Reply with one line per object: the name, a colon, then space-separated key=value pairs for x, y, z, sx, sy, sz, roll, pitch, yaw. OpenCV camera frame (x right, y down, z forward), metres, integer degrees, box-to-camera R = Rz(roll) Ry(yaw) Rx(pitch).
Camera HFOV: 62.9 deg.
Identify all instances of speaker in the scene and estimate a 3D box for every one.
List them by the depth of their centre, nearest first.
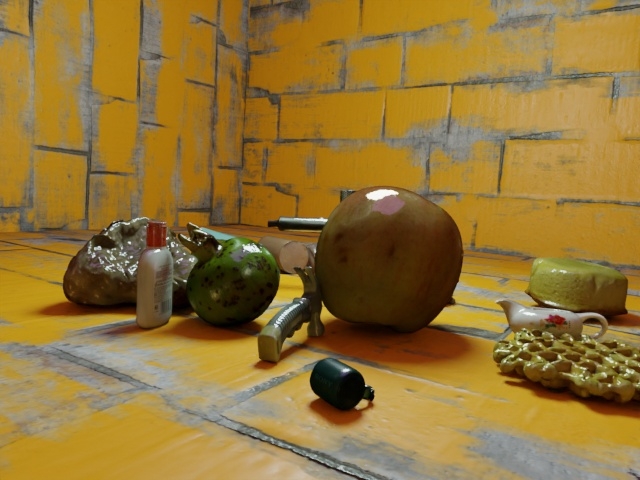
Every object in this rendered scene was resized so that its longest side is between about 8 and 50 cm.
speaker: x=0.039 y=0.206 z=0.763 sx=0.094 sy=0.060 sz=0.075 roll=0 pitch=8 yaw=-35

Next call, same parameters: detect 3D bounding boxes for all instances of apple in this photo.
apple: x=0.149 y=0.055 z=1.169 sx=0.338 sy=0.305 sz=0.338 roll=14 pitch=-22 yaw=6

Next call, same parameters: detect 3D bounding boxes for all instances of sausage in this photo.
sausage: x=-0.158 y=0.049 z=1.984 sx=0.123 sy=0.123 sz=0.252 roll=0 pitch=6 yaw=-31

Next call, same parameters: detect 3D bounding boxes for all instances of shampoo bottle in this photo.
shampoo bottle: x=-0.350 y=0.069 z=1.110 sx=0.051 sy=0.221 sz=0.108 roll=4 pitch=6 yaw=14

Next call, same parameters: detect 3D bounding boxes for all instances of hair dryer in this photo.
hair dryer: x=0.003 y=0.015 z=1.625 sx=0.283 sy=0.321 sz=0.155 roll=-6 pitch=2 yaw=19

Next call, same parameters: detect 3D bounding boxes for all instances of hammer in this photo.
hammer: x=-0.052 y=0.148 z=1.006 sx=0.041 sy=0.159 sz=0.226 roll=-1 pitch=16 yaw=24

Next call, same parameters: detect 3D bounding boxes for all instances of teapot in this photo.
teapot: x=0.487 y=0.181 z=1.114 sx=0.226 sy=0.093 sz=0.145 roll=5 pitch=2 yaw=10

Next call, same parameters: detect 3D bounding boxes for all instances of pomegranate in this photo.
pomegranate: x=-0.206 y=0.071 z=1.145 sx=0.210 sy=0.263 sz=0.211 roll=-29 pitch=22 yaw=13

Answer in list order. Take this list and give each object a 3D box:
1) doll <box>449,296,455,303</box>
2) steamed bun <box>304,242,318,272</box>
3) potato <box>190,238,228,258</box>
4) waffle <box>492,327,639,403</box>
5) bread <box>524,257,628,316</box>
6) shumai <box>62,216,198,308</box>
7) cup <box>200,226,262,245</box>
doll: x=0.362 y=0.154 z=1.536 sx=0.084 sy=0.073 sz=0.127 roll=38 pitch=16 yaw=8
steamed bun: x=-0.013 y=0.055 z=2.003 sx=0.144 sy=0.107 sz=0.175 roll=-12 pitch=17 yaw=-36
potato: x=-0.266 y=0.089 z=1.402 sx=0.271 sy=0.161 sz=0.111 roll=9 pitch=23 yaw=35
waffle: x=0.472 y=0.218 z=0.933 sx=0.311 sy=0.060 sz=0.307 roll=8 pitch=6 yaw=28
bread: x=0.726 y=0.137 z=1.485 sx=0.269 sy=0.148 sz=0.270 roll=6 pitch=9 yaw=-1
shumai: x=-0.426 y=0.105 z=1.303 sx=0.283 sy=0.217 sz=0.346 roll=36 pitch=24 yaw=9
cup: x=-0.332 y=0.041 z=1.897 sx=0.235 sy=0.134 sz=0.148 roll=8 pitch=-22 yaw=2
